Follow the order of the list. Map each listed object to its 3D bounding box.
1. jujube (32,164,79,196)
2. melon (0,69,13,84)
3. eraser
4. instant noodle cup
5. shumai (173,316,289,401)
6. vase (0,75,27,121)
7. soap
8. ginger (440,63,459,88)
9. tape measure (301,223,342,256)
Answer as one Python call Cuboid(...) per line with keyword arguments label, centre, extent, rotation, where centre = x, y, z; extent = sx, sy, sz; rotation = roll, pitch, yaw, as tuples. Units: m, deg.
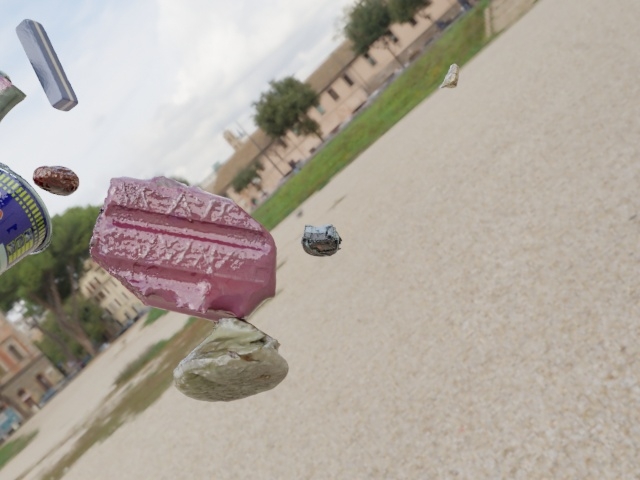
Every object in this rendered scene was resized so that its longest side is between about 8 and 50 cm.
Cuboid(label="jujube", centre=(-0.635, -0.147, 1.850), extent=(0.077, 0.077, 0.129), rotation=(-41, -17, 10))
Cuboid(label="melon", centre=(-0.867, -0.374, 1.967), extent=(0.167, 0.114, 0.114), rotation=(-26, 4, -3))
Cuboid(label="eraser", centre=(-0.655, -0.416, 1.843), extent=(0.036, 0.225, 0.082), rotation=(-30, 10, -39))
Cuboid(label="instant noodle cup", centre=(-0.822, 0.008, 1.761), extent=(0.284, 0.284, 0.312), rotation=(-38, 15, 39))
Cuboid(label="shumai", centre=(-0.146, 0.188, 1.273), extent=(0.201, 0.120, 0.201), rotation=(-8, -27, -4))
Cuboid(label="vase", centre=(-0.605, -0.191, 1.347), extent=(0.214, 0.086, 0.086), rotation=(-53, 6, -9))
Cuboid(label="soap", centre=(-0.229, 0.018, 1.337), extent=(0.127, 0.325, 0.220), rotation=(142, 141, -78))
Cuboid(label="ginger", centre=(0.274, -0.334, 1.608), extent=(0.048, 0.030, 0.097), rotation=(-56, 8, 34))
Cuboid(label="tape measure", centre=(0.000, 0.001, 1.706), extent=(0.094, 0.091, 0.054), rotation=(68, -157, -63))
